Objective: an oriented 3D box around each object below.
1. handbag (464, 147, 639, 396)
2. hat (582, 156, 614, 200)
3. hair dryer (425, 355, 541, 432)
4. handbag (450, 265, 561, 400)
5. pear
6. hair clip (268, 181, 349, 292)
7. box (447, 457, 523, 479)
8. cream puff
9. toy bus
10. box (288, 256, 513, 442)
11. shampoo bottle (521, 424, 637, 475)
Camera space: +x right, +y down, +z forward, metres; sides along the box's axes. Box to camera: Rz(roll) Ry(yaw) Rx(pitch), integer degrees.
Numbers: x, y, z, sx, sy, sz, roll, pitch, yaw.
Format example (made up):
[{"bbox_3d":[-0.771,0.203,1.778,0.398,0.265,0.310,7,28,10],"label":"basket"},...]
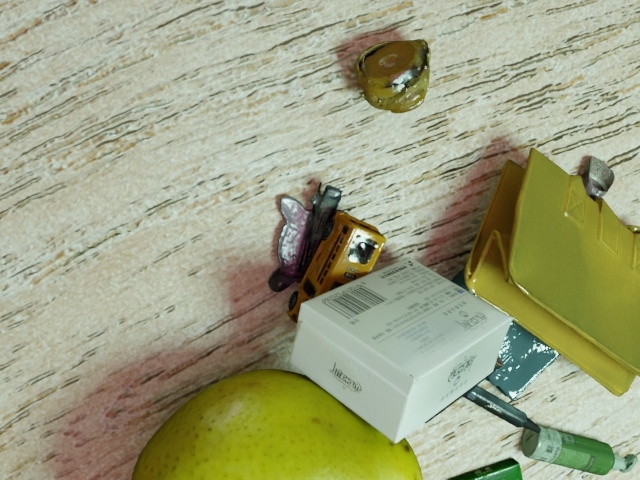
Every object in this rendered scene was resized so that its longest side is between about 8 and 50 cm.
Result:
[{"bbox_3d":[0.437,0.057,1.283,0.401,0.133,0.283,33,62,-18],"label":"handbag"},{"bbox_3d":[0.483,-0.105,1.365,0.058,0.042,0.087,28,54,-16],"label":"hat"},{"bbox_3d":[0.279,0.290,1.316,0.173,0.050,0.195,-41,106,21],"label":"hair dryer"},{"bbox_3d":[0.304,0.149,1.330,0.179,0.062,0.229,-44,101,-6],"label":"handbag"},{"bbox_3d":[-0.067,0.368,1.126,0.419,0.362,0.362,-8,96,-4],"label":"pear"},{"bbox_3d":[-0.002,-0.002,1.265,0.146,0.056,0.187,9,101,-14],"label":"hair clip"},{"bbox_3d":[0.314,0.519,1.375,0.132,0.034,0.235,-16,97,-11],"label":"box"},{"bbox_3d":[0.121,-0.263,1.235,0.133,0.119,0.104,-52,142,-26],"label":"cream puff"},{"bbox_3d":[0.025,0.059,1.215,0.083,0.088,0.194,22,100,-22],"label":"toy bus"},{"bbox_3d":[0.122,0.146,1.134,0.274,0.203,0.116,-20,132,-47],"label":"box"},{"bbox_3d":[0.465,0.380,1.381,0.205,0.065,0.065,17,91,-13],"label":"shampoo bottle"}]
